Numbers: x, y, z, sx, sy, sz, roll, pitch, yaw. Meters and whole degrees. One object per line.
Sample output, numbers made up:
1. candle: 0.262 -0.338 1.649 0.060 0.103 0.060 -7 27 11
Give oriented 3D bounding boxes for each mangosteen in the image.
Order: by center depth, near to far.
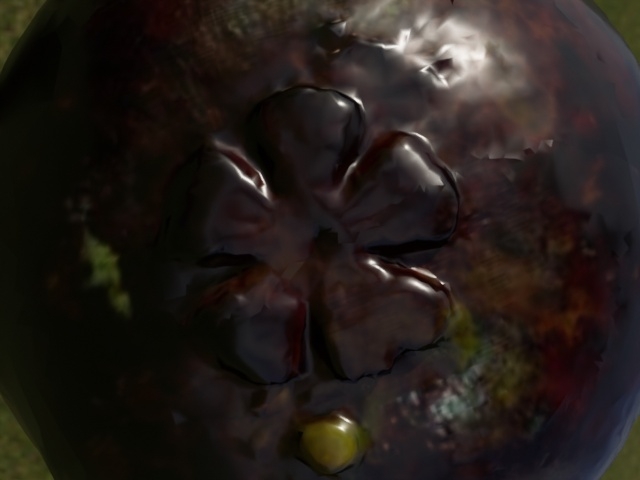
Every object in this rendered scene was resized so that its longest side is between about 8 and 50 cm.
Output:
1. mangosteen: 0.004 -0.003 0.389 0.184 0.172 0.172 -30 126 -69
